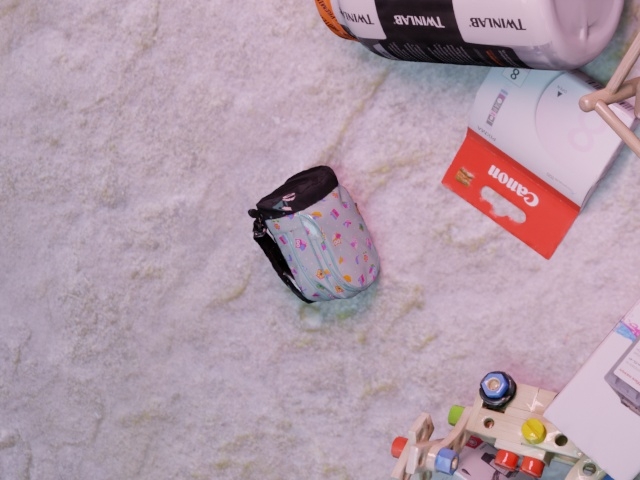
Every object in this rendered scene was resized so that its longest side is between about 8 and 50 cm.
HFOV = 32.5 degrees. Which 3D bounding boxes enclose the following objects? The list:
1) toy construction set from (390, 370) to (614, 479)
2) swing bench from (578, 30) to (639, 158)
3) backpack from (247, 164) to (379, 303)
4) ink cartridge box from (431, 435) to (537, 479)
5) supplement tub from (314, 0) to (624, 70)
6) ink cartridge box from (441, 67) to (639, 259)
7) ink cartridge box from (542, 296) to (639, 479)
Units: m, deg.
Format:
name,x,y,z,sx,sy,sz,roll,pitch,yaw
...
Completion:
name,x,y,z,sx,sy,sz,roll,pitch,yaw
toy construction set,0.259,0.285,1.392,0.327,0.151,0.215,16,72,16
swing bench,0.452,-0.127,1.100,0.253,0.254,0.165,58,141,34
backpack,0.000,0.000,1.533,0.115,0.152,0.182,-11,108,44
ink cartridge box,0.224,0.337,1.490,0.150,0.109,0.063,34,117,21
supplement tub,0.165,-0.309,1.283,0.338,0.207,0.207,11,109,41
ink cartridge box,0.265,-0.112,1.380,0.189,0.066,0.232,38,116,19
ink cartridge box,0.418,0.101,1.229,0.131,0.226,0.306,42,123,18
